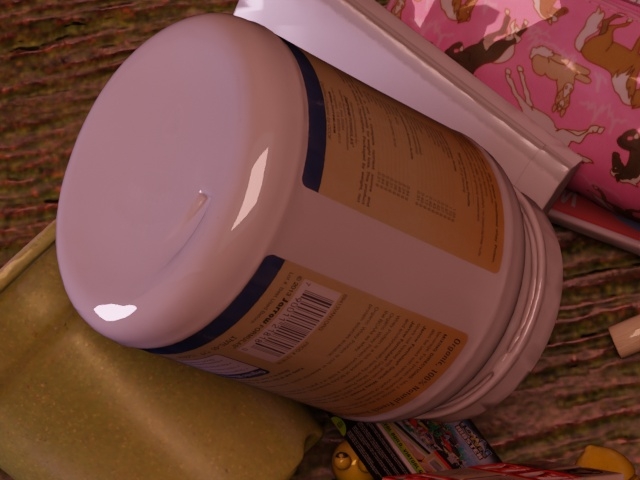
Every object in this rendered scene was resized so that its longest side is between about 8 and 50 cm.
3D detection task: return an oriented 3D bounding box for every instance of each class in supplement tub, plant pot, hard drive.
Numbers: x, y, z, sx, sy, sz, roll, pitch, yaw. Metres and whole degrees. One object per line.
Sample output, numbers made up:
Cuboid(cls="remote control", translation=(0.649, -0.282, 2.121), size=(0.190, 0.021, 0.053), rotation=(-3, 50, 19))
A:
Cuboid(cls="supplement tub", translation=(0.000, 0.000, 1.074), size=(0.228, 0.316, 0.228), rotation=(-23, 56, 39))
Cuboid(cls="plant pot", translation=(-0.145, 0.125, 1.195), size=(0.254, 0.276, 0.276), rotation=(45, 82, 3))
Cuboid(cls="hard drive", translation=(0.044, -0.084, 1.266), size=(0.307, 0.203, 0.040), rotation=(39, 40, 12))

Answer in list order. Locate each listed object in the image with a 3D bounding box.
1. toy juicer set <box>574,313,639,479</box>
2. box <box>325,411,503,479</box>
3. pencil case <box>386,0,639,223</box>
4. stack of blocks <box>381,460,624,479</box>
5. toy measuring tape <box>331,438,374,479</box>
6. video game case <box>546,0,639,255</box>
Cuboid(cls="toy juicer set", translation=(0.312, 0.168, 1.233), size=(0.209, 0.089, 0.329), rotation=(-6, 57, 20))
Cuboid(cls="box", translation=(0.054, 0.129, 1.240), size=(0.207, 0.114, 0.036), rotation=(53, 124, 14))
Cuboid(cls="pencil case", translation=(0.227, -0.123, 1.235), size=(0.386, 0.160, 0.167), rotation=(27, 76, 25))
Cuboid(cls="stack of blocks", translation=(0.137, 0.322, 1.138), size=(0.171, 0.087, 0.297), rotation=(1, 89, -37))
Cuboid(cls="toy measuring tape", translation=(0.015, 0.315, 1.189), size=(0.121, 0.121, 0.330), rotation=(4, 75, 5))
Cuboid(cls="video game case", translation=(0.313, -0.121, 1.311), size=(0.204, 0.025, 0.285), rotation=(22, 77, 23))
